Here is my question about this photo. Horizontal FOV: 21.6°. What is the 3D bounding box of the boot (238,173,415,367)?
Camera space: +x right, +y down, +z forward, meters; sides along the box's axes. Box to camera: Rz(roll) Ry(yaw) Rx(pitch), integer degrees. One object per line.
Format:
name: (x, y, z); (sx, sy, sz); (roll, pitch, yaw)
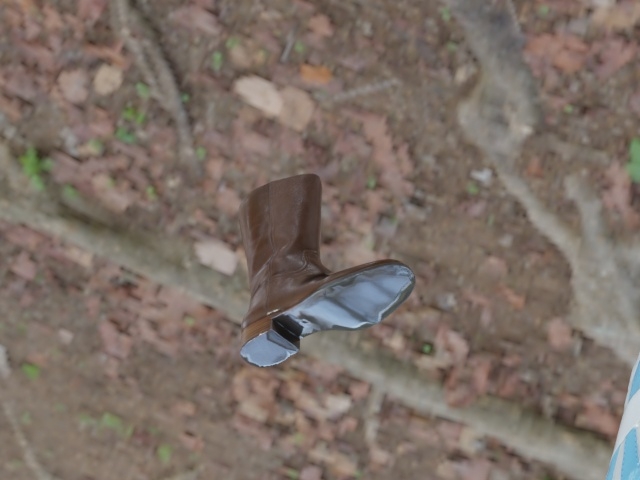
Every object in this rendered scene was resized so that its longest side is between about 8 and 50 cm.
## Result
boot: (0.000, 0.000, 0.866); (0.106, 0.114, 0.037); (-24, 130, 23)

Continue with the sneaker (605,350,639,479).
sneaker: (0.203, 0.127, 0.943); (0.087, 0.092, 0.229); (19, 103, -2)
